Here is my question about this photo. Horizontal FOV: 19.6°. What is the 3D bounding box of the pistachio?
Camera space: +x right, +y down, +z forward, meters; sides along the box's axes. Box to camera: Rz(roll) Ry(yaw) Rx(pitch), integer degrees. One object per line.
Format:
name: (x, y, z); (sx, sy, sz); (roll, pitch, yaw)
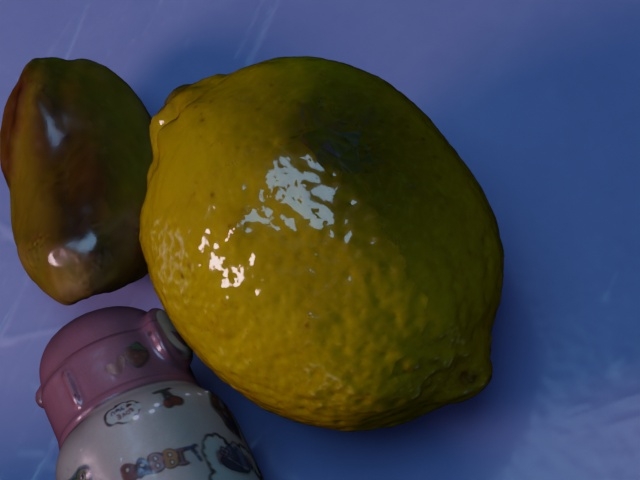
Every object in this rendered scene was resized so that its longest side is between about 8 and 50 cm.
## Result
pistachio: (-0.150, -0.036, 1.216); (0.110, 0.100, 0.189); (-7, 54, -14)

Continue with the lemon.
lemon: (0.000, 0.000, 1.102); (0.204, 0.204, 0.260); (-43, 77, -8)

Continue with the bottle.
bottle: (-0.091, 0.154, 1.101); (0.120, 0.120, 0.253); (-27, 64, 0)
